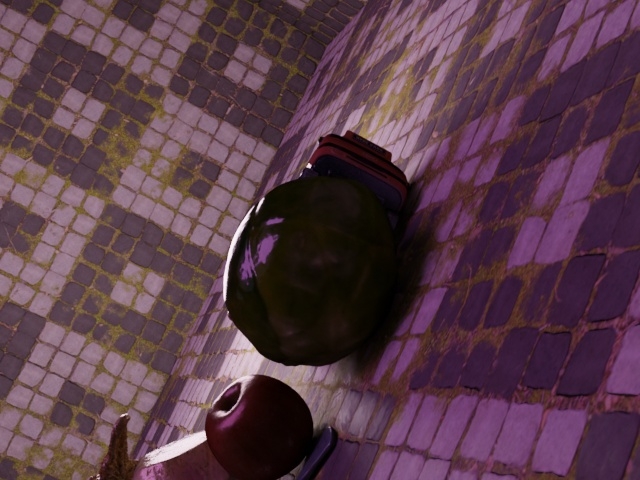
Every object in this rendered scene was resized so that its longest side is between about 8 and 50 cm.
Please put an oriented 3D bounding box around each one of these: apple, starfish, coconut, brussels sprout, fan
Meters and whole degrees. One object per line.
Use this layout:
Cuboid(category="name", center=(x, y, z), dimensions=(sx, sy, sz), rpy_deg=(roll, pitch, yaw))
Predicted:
Cuboid(category="apple", center=(-0.106, 0.319, 1.683), dimensions=(0.181, 0.168, 0.181), rpy_deg=(-34, 28, 21))
Cuboid(category="starfish", center=(-0.377, 0.486, 1.842), dimensions=(0.060, 0.299, 0.302), rpy_deg=(5, 34, 37))
Cuboid(category="coconut", center=(-0.226, 0.481, 1.790), dimensions=(0.259, 0.259, 0.259), rpy_deg=(-58, 12, 20))
Cuboid(category="brussels sprout", center=(-0.022, 0.066, 1.667), dimensions=(0.355, 0.281, 0.289), rpy_deg=(107, 165, -52))
Cuboid(category="fan", center=(-0.049, 0.420, 1.625), dimensions=(0.282, 0.023, 0.057), rpy_deg=(-58, 14, 16))

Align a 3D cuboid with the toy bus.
Cuboid(category="toy bus", center=(0.000, 0.000, 1.920), dimensions=(0.427, 0.203, 0.233), rpy_deg=(-59, 7, 28))
